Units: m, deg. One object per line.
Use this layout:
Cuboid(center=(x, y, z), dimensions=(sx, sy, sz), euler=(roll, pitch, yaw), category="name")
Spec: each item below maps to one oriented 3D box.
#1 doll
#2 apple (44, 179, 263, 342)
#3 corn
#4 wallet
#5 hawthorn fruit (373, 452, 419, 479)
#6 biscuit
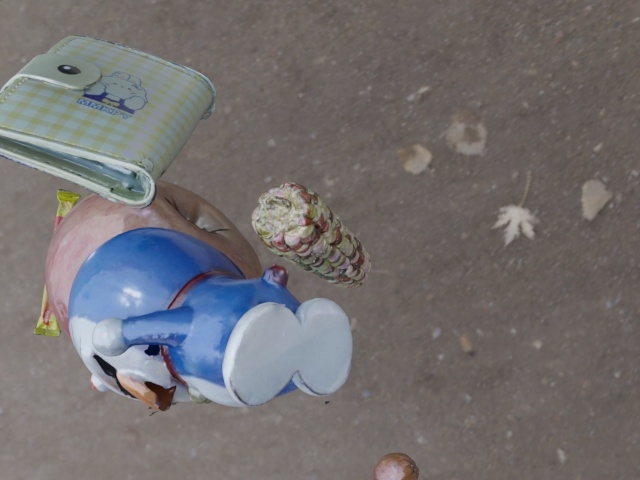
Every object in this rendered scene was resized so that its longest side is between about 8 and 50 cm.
Cuboid(center=(-0.099, 0.081, 0.860), dimensions=(0.257, 0.215, 0.161), euler=(13, 88, 47), category="doll")
Cuboid(center=(-0.236, 0.054, 1.538), dimensions=(0.345, 0.345, 0.269), euler=(42, 126, 9), category="apple")
Cuboid(center=(0.000, 0.000, 1.311), dimensions=(0.092, 0.280, 0.092), euler=(-7, 73, 21), category="corn")
Cuboid(center=(-0.256, -0.150, 1.198), dimensions=(0.223, 0.309, 0.077), euler=(22, 116, -2), category="wallet")
Cuboid(center=(0.097, 0.355, 1.506), dimensions=(0.103, 0.067, 0.066), euler=(-35, 92, 16), category="hawthorn fruit")
Cuboid(center=(-0.505, 0.042, 1.964), dimensions=(0.048, 0.291, 0.026), euler=(7, 162, -9), category="biscuit")
